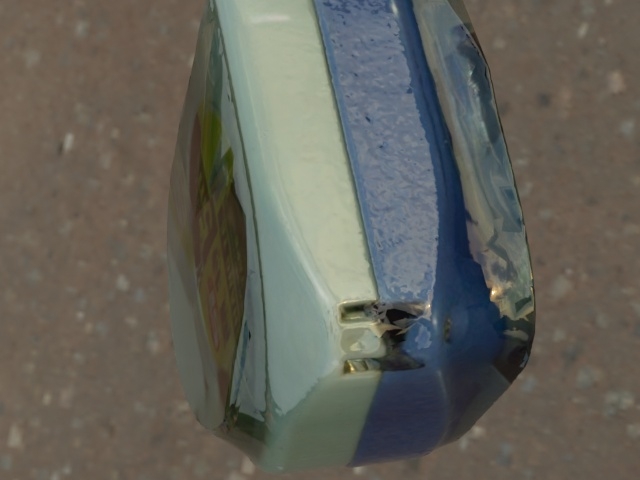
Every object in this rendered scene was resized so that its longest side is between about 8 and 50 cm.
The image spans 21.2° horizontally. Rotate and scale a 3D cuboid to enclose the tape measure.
[{"bbox_3d":[-0.001,-0.001,0.978,0.262,0.138,0.259,115,149,-56],"label":"tape measure"}]
